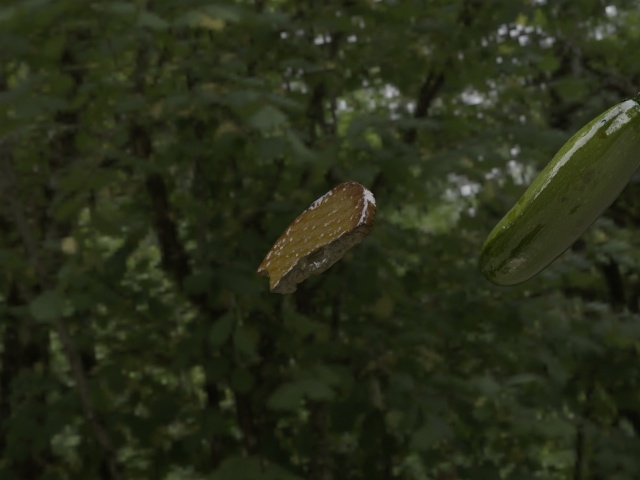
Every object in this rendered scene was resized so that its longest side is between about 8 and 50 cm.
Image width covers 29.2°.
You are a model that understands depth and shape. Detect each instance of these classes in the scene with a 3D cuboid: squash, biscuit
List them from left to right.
[{"bbox_3d":[0.001,0.001,1.583,0.031,0.176,0.228,35,-9,-21],"label":"biscuit"},{"bbox_3d":[0.292,-0.060,1.417,0.094,0.094,0.341,1,-42,-45],"label":"squash"}]
